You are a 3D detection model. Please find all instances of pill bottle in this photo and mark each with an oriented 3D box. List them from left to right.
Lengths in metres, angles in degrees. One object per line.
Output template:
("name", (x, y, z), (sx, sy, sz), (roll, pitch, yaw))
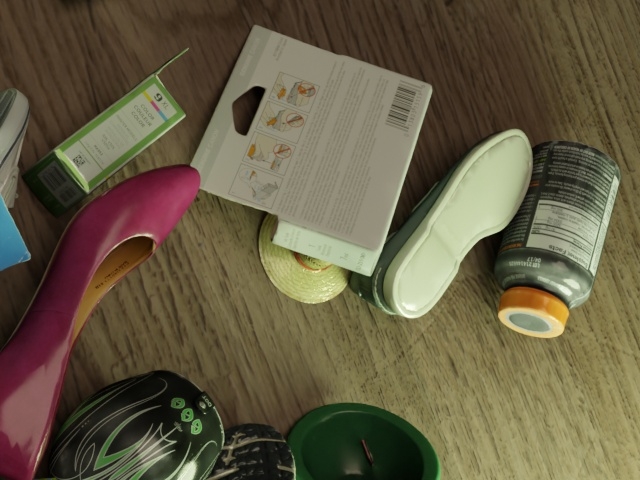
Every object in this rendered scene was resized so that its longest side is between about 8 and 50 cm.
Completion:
("pill bottle", (0.304, 0.002, 1.700), (0.130, 0.130, 0.245), (30, 65, -21))

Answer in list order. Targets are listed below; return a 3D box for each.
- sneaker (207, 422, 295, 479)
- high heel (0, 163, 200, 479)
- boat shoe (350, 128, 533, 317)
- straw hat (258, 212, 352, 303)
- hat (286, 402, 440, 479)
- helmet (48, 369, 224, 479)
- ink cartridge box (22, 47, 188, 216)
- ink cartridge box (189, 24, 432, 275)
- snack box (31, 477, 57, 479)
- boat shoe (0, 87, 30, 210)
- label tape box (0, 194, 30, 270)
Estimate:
("sneaker", (-0.078, 0.340, 1.423), (0.110, 0.122, 0.283), (-2, 56, -1))
("high heel", (-0.229, 0.080, 1.353), (0.181, 0.127, 0.377), (43, 71, 15))
("boat shoe", (0.153, -0.032, 1.635), (0.319, 0.099, 0.116), (-49, 124, -28))
("straw hat", (0.000, 0.000, 1.565), (0.145, 0.061, 0.144), (8, 74, -29))
("hat", (0.049, 0.322, 1.537), (0.208, 0.183, 0.173), (33, 45, 28))
("helmet", (-0.197, 0.224, 1.343), (0.161, 0.169, 0.169), (-37, 98, -45))
("ink cartridge box", (-0.221, -0.120, 1.438), (0.209, 0.109, 0.062), (-44, 102, -31))
("ink cartridge box", (-0.012, -0.113, 1.561), (0.239, 0.060, 0.275), (19, 55, 1))
("snack box", (-0.349, 0.324, 1.240), (0.207, 0.070, 0.174), (0, 106, -31))
("boat shoe", (-0.360, -0.052, 1.371), (0.076, 0.083, 0.226), (44, 63, -40))
("label tape box", (-0.461, -0.001, 1.174), (0.348, 0.115, 0.249), (-26, 114, -15))
